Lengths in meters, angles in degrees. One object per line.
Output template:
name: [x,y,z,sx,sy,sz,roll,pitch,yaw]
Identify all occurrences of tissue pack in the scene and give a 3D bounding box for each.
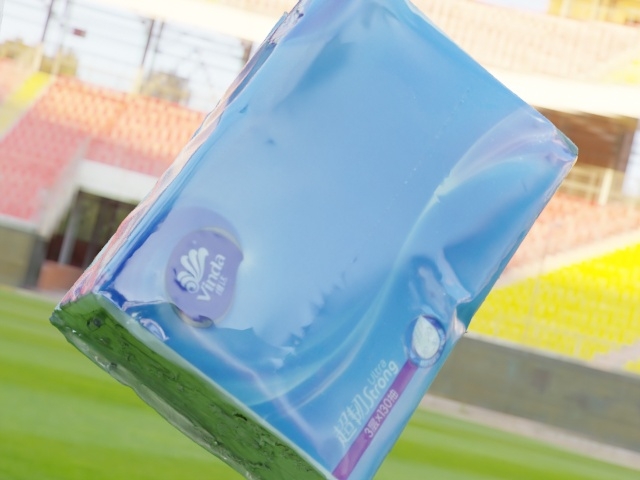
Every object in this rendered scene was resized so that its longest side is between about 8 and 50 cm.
tissue pack: [0.000,0.000,0.924,0.198,0.263,0.146,39,-21,-9]

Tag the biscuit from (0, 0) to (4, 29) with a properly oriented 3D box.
biscuit: [-0.138,-0.107,0.548,0.051,0.269,0.376,5,21,-8]
